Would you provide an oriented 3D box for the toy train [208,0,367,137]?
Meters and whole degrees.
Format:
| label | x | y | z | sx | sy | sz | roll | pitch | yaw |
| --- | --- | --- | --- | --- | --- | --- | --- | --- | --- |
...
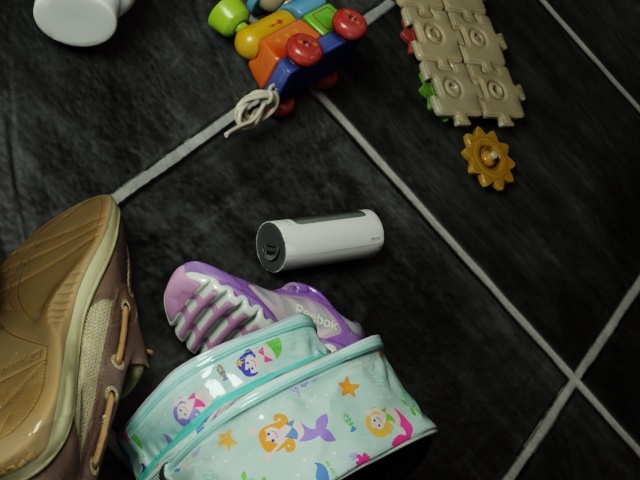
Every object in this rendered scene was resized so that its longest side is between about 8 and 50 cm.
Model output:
| label | x | y | z | sx | sy | sz | roll | pitch | yaw |
| --- | --- | --- | --- | --- | --- | --- | --- | --- | --- |
| toy train | -0.072 | -0.216 | 1.239 | 0.143 | 0.105 | 0.248 | 44 | 48 | 10 |

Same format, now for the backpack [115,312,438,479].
| label | x | y | z | sx | sy | sz | roll | pitch | yaw |
| --- | --- | --- | --- | --- | --- | --- | --- | --- | --- |
| backpack | -0.036 | 0.174 | 0.923 | 0.225 | 0.253 | 0.191 | -18 | 75 | -39 |

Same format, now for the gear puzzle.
| label | x | y | z | sx | sy | sz | roll | pitch | yaw |
| --- | --- | --- | --- | --- | --- | --- | --- | --- | --- |
| gear puzzle | 0.183 | -0.216 | 1.449 | 0.175 | 0.044 | 0.339 | -3 | 69 | -37 |

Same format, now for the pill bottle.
| label | x | y | z | sx | sy | sz | roll | pitch | yaw |
| --- | --- | --- | --- | --- | --- | --- | --- | --- | --- |
| pill bottle | -0.244 | -0.311 | 1.159 | 0.117 | 0.117 | 0.215 | 17 | 56 | -25 |

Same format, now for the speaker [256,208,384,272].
| label | x | y | z | sx | sy | sz | roll | pitch | yaw |
| --- | --- | --- | --- | --- | --- | --- | --- | --- | --- |
| speaker | 0.000 | 0.000 | 1.184 | 0.136 | 0.055 | 0.055 | -8 | 69 | -36 |

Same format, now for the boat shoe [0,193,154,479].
| label | x | y | z | sx | sy | sz | roll | pitch | yaw |
| --- | --- | --- | --- | --- | --- | --- | --- | --- | --- |
| boat shoe | -0.208 | 0.093 | 0.933 | 0.123 | 0.123 | 0.342 | 57 | 15 | -32 |

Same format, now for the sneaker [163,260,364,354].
| label | x | y | z | sx | sy | sz | roll | pitch | yaw |
| --- | --- | --- | --- | --- | --- | --- | --- | --- | --- |
| sneaker | -0.045 | 0.081 | 1.089 | 0.236 | 0.095 | 0.104 | 32 | 44 | -21 |
